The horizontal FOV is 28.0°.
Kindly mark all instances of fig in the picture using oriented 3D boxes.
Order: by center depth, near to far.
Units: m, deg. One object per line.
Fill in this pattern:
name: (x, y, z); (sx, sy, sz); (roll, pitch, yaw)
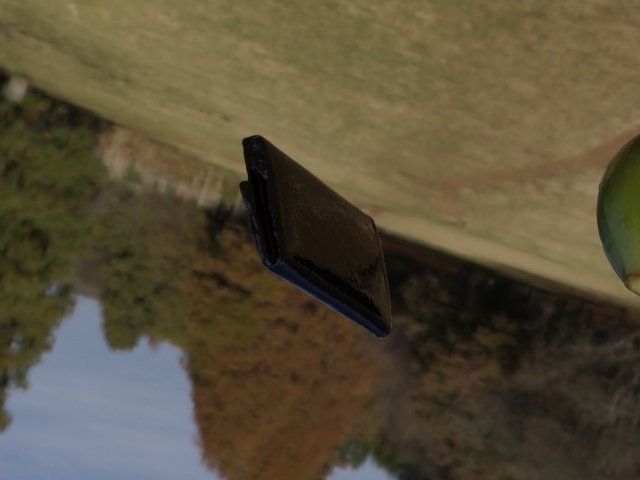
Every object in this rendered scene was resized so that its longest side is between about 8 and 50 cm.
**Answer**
fig: (0.445, -0.025, 1.613); (0.207, 0.230, 0.207); (19, 171, 3)

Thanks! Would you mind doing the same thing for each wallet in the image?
wallet: (0.000, 0.000, 1.424); (0.229, 0.049, 0.182); (34, -145, -45)
